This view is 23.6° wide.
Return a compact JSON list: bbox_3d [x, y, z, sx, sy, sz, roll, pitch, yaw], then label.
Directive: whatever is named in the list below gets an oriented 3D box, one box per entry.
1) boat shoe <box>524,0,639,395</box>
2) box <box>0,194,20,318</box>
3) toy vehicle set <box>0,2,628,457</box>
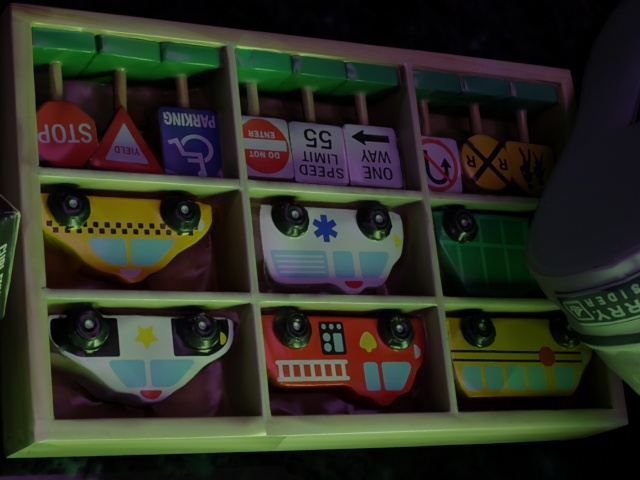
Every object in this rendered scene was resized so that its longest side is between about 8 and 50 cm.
[{"bbox_3d":[0.209,-0.037,0.681,0.156,0.136,0.367,53,36,-17],"label":"boat shoe"},{"bbox_3d":[-0.205,0.034,0.449,0.087,0.058,0.232,41,49,19],"label":"box"},{"bbox_3d":[0.000,0.000,0.622,0.267,0.035,0.166,2,72,-30],"label":"toy vehicle set"}]
